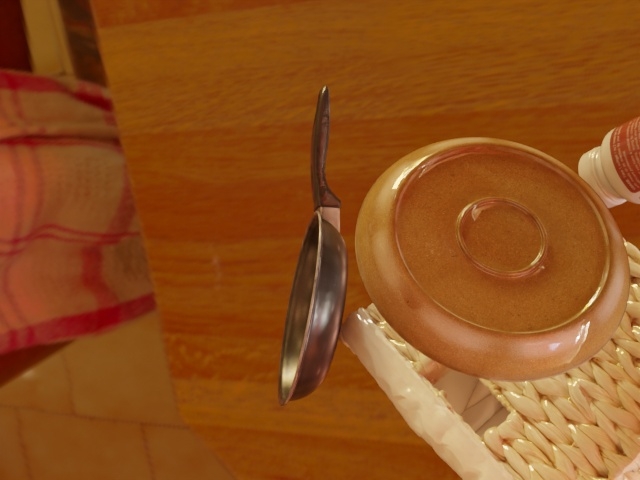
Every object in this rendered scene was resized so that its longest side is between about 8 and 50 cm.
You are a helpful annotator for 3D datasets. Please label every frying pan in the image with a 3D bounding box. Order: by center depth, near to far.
[{"bbox_3d":[-0.006,0.020,1.111,0.053,0.326,0.197,11,140,-7],"label":"frying pan"}]

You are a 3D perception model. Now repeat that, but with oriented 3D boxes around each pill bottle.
[{"bbox_3d":[0.481,-0.125,1.524,0.216,0.121,0.121,-28,94,46],"label":"pill bottle"}]

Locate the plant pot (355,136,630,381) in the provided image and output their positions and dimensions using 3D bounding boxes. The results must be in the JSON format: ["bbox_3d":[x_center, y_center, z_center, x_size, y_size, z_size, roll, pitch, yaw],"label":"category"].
[{"bbox_3d":[0.147,0.003,0.885,0.236,0.236,0.032,35,151,14],"label":"plant pot"}]

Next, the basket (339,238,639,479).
[{"bbox_3d":[0.254,0.171,1.073,0.266,0.331,0.328,-41,47,-2],"label":"basket"}]
